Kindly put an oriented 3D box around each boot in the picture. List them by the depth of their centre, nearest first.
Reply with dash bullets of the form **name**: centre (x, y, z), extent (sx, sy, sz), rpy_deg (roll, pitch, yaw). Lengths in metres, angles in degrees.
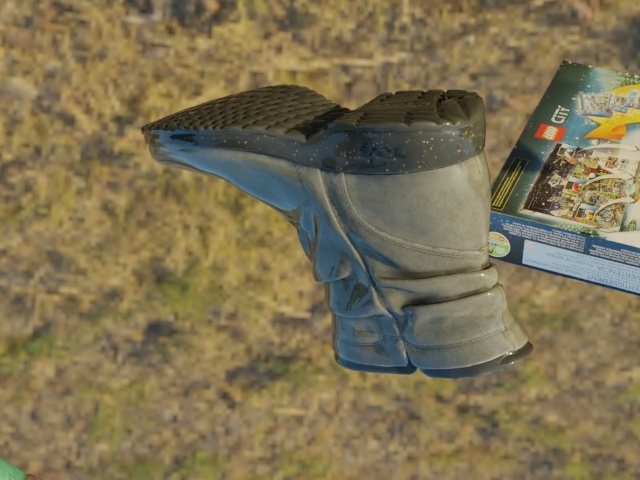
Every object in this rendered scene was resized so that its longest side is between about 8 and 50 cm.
- **boot**: centre (0.000, 0.000, 0.808), extent (0.246, 0.161, 0.083), rpy_deg (7, -155, 42)

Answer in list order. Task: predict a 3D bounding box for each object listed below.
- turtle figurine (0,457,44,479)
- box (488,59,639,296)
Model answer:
- **turtle figurine**: centre (-0.220, 0.122, 0.743), extent (0.175, 0.118, 0.234), rpy_deg (10, 161, 47)
- **box**: centre (0.228, -0.051, 1.082), extent (0.159, 0.233, 0.044), rpy_deg (14, 129, 18)
